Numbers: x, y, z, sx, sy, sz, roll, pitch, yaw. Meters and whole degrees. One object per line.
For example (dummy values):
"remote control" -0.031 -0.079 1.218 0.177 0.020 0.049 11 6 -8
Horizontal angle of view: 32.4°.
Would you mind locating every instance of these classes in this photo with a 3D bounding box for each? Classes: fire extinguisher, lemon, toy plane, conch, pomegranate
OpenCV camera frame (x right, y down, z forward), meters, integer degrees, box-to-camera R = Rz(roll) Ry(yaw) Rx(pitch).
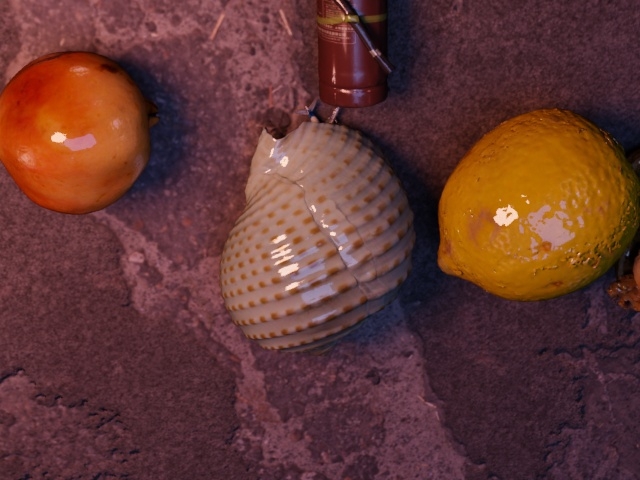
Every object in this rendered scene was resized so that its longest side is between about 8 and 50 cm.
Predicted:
"fire extinguisher" 0.047 -0.339 1.400 0.105 0.141 0.341 -25 126 -36
"lemon" 0.300 -0.042 1.542 0.310 0.258 0.258 -30 120 3
"toy plane" -0.001 -0.158 1.542 0.078 0.024 0.084 -31 126 7
"conch" 0.007 0.012 1.525 0.303 0.215 0.319 -17 129 -17
"pomegranate" -0.308 -0.134 1.379 0.209 0.209 0.209 -6 118 -11

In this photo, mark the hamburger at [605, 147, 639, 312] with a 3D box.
"hamburger" 0.531 0.001 1.656 0.260 0.211 0.245 -33 125 0
